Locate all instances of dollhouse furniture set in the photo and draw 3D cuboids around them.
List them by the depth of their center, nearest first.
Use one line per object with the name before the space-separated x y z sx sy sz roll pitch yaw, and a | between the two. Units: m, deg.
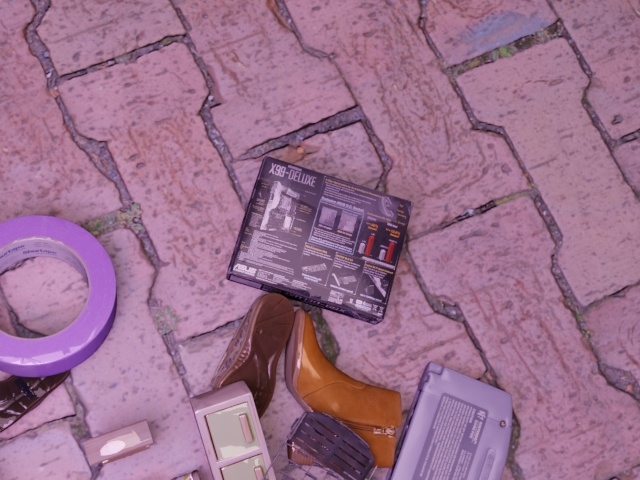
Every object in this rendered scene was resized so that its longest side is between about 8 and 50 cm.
dollhouse furniture set | -0.308 0.437 1.491 0.212 0.161 0.242 -18 81 -12

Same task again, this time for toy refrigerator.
toy refrigerator | -0.138 0.392 1.520 0.102 0.094 0.269 -16 99 -12

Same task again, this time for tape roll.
tape roll | -0.500 0.097 1.552 0.275 0.090 0.275 5 67 -11

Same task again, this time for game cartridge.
game cartridge | 0.243 0.400 1.642 0.198 0.062 0.297 24 75 -7

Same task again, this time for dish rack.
dish rack | -0.014 0.438 1.491 0.208 0.074 0.271 41 72 -26

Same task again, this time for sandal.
sandal | -0.540 0.272 1.550 0.219 0.060 0.090 -39 81 -30

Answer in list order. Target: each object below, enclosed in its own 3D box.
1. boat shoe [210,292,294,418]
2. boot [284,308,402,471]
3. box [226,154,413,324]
boat shoe | -0.132 0.233 1.612 0.104 0.089 0.285 30 77 -19
boot | 0.045 0.274 1.623 0.211 0.104 0.295 1 82 -14
box | 0.000 0.000 1.680 0.307 0.076 0.242 17 75 -5
